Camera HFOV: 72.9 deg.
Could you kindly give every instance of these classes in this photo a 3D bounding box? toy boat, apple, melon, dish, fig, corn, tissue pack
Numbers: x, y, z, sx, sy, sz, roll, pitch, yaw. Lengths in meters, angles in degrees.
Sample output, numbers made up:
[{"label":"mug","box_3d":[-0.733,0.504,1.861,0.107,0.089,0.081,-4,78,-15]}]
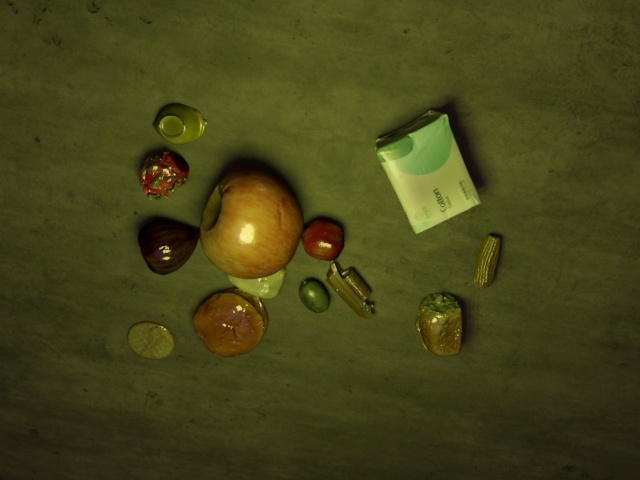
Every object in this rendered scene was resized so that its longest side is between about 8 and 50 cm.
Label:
[{"label":"toy boat","box_3d":[0.134,0.201,1.812,0.115,0.089,0.310,-38,106,13]},{"label":"apple","box_3d":[-0.243,-0.051,1.574,0.346,0.391,0.391,24,113,-29]},{"label":"melon","box_3d":[-0.026,0.229,1.817,0.114,0.114,0.167,-28,110,13]},{"label":"dish","box_3d":[-0.525,-0.419,1.585,0.207,0.080,0.149,-5,113,6]},{"label":"fig","box_3d":[-0.549,0.002,1.732,0.320,0.217,0.217,-20,113,-20]},{"label":"corn","box_3d":[0.675,0.086,1.751,0.080,0.080,0.231,6,111,0]},{"label":"tissue pack","box_3d":[0.379,-0.247,1.558,0.266,0.194,0.356,-26,110,11]}]

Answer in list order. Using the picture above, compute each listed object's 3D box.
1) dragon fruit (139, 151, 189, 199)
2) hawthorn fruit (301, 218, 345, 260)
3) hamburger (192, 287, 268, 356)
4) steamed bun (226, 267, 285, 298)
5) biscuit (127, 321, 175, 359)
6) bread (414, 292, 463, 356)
[{"label":"dragon fruit","box_3d":[-0.590,-0.238,1.633,0.172,0.160,0.166,-28,141,16]},{"label":"hawthorn fruit","box_3d":[0.000,0.000,1.698,0.188,0.169,0.169,8,113,-2]},{"label":"hamburger","box_3d":[-0.388,0.353,1.855,0.314,0.170,0.290,-29,102,15]},{"label":"steamed bun","box_3d":[-0.265,0.144,1.769,0.238,0.152,0.170,23,111,-10]},{"label":"biscuit","box_3d":[-0.776,0.461,1.987,0.219,0.033,0.220,1,113,3]},{"label":"bread","box_3d":[0.484,0.339,1.799,0.176,0.195,0.246,-5,111,-3]}]
